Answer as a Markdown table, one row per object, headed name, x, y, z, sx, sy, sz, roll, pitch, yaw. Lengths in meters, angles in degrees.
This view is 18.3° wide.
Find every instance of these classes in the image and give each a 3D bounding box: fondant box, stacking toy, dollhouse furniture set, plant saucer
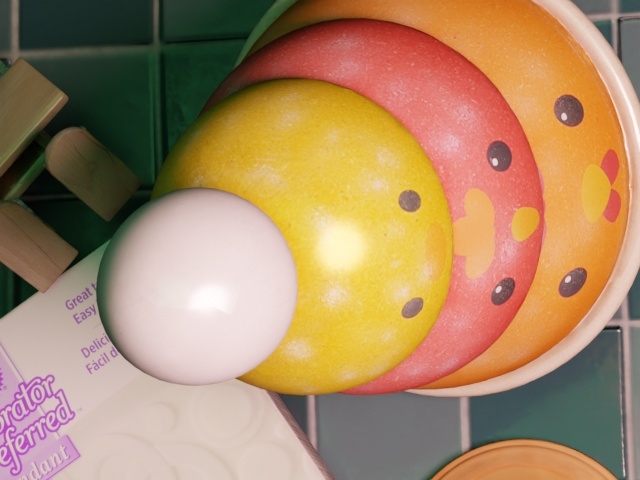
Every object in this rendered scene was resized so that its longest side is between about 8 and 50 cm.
| name | x | y | z | sx | sy | sz | roll | pitch | yaw |
| --- | --- | --- | --- | --- | --- | --- | --- | --- | --- |
| fondant box | -0.135 | 0.185 | 1.545 | 0.238 | 0.096 | 0.330 | -36 | 75 | 2 |
| stacking toy | 0.000 | 0.000 | 1.328 | 0.350 | 0.480 | 0.351 | 7 | 108 | 23 |
| dollhouse furniture set | -0.307 | -0.048 | 1.538 | 0.242 | 0.161 | 0.212 | -49 | 46 | -3 |
| plant saucer | 0.155 | 0.250 | 1.516 | 0.200 | 0.037 | 0.200 | -2 | 79 | 9 |
